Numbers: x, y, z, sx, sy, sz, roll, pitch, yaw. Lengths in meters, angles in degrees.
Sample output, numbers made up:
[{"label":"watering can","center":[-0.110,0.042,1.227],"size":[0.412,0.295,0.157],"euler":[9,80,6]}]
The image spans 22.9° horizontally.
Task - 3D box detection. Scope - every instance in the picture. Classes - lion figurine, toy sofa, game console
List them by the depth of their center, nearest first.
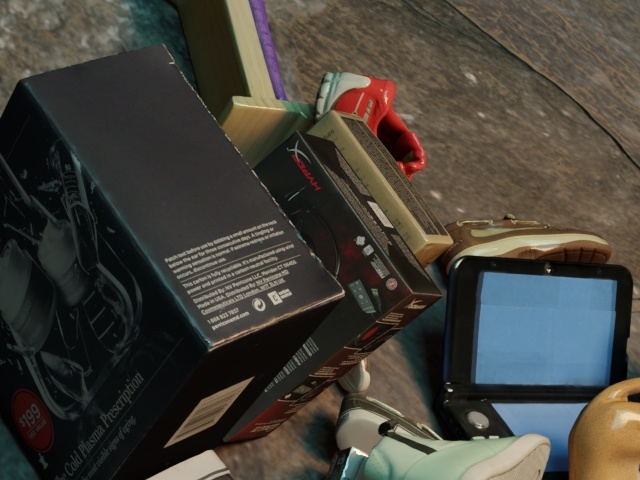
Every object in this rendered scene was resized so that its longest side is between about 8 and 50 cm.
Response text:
[{"label":"lion figurine","center":[0.325,0.298,1.755],"size":[0.240,0.142,0.392],"euler":[14,72,-24]},{"label":"game console","center":[0.298,0.161,1.880],"size":[0.293,0.173,0.250],"euler":[3,32,-31]},{"label":"toy sofa","center":[-0.095,-0.248,1.988],"size":[0.177,0.150,0.363],"euler":[5,52,-29]}]

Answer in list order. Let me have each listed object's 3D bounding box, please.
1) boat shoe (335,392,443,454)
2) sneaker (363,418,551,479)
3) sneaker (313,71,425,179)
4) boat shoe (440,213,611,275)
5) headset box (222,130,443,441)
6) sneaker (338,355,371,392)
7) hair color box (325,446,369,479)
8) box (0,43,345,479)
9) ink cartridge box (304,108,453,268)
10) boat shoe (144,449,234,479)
[{"label":"boat shoe","center":[0.113,0.242,1.766],"size":[0.219,0.078,0.070],"euler":[37,26,-15]},{"label":"sneaker","center":[0.143,0.233,1.667],"size":[0.151,0.094,0.256],"euler":[17,7,28]},{"label":"sneaker","center":[0.070,-0.081,1.888],"size":[0.118,0.279,0.107],"euler":[3,47,20]},{"label":"boat shoe","center":[0.267,0.002,2.066],"size":[0.257,0.095,0.095],"euler":[-1,50,-34]},{"label":"headset box","center":[-0.054,0.061,1.681],"size":[0.218,0.293,0.110],"euler":[56,16,16]},{"label":"sneaker","center":[0.044,0.108,1.850],"size":[0.065,0.061,0.158],"euler":[12,50,-35]},{"label":"hair color box","center":[0.081,0.299,1.698],"size":[0.167,0.053,0.093],"euler":[27,66,-14]},{"label":"box","center":[-0.198,0.046,1.529],"size":[0.179,0.343,0.312],"euler":[-21,67,-42]},{"label":"ink cartridge box","center":[0.000,0.000,1.776],"size":[0.193,0.234,0.088],"euler":[56,22,17]},{"label":"boat shoe","center":[-0.178,0.302,1.509],"size":[0.102,0.108,0.301],"euler":[50,37,14]}]
